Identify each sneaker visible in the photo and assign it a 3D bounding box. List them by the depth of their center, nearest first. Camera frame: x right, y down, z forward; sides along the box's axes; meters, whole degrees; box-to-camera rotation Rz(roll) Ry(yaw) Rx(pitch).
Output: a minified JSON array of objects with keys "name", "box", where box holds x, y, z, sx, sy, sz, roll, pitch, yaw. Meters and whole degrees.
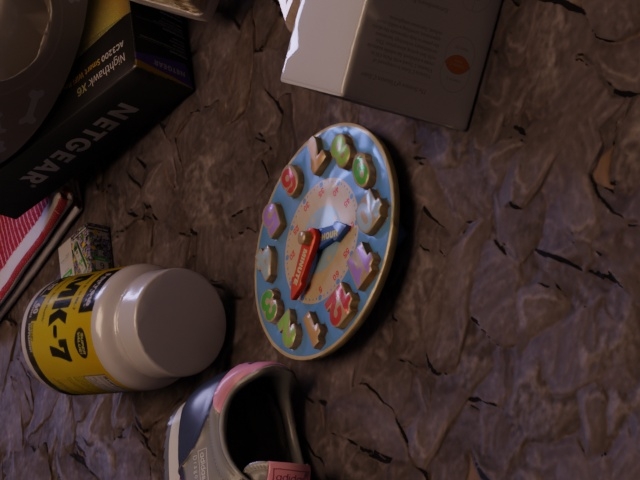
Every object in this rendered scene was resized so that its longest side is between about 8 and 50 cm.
[{"name":"sneaker","box":[-0.055,0.246,1.391,0.131,0.112,0.319,-43,49,43]}]

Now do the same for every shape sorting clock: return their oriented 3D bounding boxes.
[{"name":"shape sorting clock","box":[0.000,0.000,1.448,0.206,0.040,0.206,-20,64,50]}]

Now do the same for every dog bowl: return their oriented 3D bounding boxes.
[{"name":"dog bowl","box":[-0.372,-0.229,1.793,0.348,0.102,0.349,-18,64,41]}]

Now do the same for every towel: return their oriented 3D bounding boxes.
[{"name":"towel","box":[-0.369,-0.094,1.993,0.237,0.037,0.329,-50,44,35]}]

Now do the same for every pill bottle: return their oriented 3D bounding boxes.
[{"name":"pill bottle","box":[-0.186,0.084,1.615,0.208,0.119,0.119,-11,72,52]}]

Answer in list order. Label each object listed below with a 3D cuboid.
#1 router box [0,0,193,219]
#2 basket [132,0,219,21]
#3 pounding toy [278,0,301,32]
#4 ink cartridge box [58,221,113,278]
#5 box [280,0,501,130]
[{"name":"router box","box":[-0.273,-0.199,1.815,0.309,0.081,0.243,-32,55,35]},{"name":"basket","box":[-0.140,-0.309,1.627,0.113,0.103,0.167,19,88,17]},{"name":"pounding toy","box":[-0.052,-0.277,1.502,0.154,0.154,0.269,-50,43,27]},{"name":"ink cartridge box","box":[-0.242,0.046,1.780,0.063,0.029,0.115,-38,51,42]},{"name":"box","box":[0.062,-0.186,1.338,0.091,0.130,0.171,22,97,54]}]
